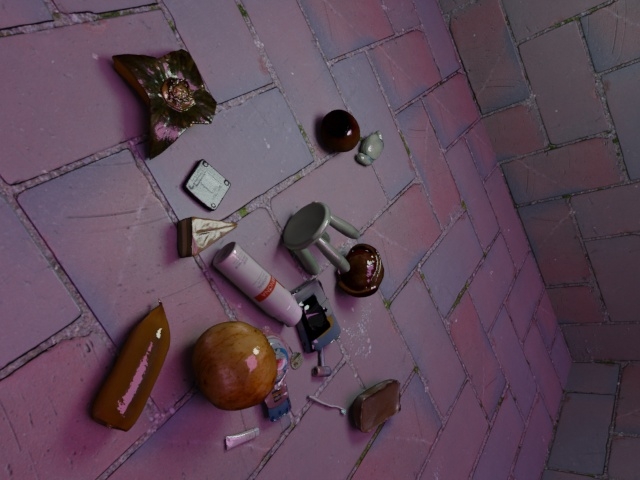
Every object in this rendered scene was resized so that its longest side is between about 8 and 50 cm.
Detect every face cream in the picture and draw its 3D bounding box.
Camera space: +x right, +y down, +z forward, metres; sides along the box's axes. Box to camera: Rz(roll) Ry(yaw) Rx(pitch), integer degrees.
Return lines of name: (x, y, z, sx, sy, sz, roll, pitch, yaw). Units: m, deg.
face cream: (-0.182, 0.149, 1.447, 0.345, 0.102, 0.102, 46, 52, -28)
face cream: (-0.229, 0.578, 1.356, 0.115, 0.020, 0.038, -1, 82, -43)

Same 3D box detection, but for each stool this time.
stool: (0.000, 0.000, 1.610, 0.199, 0.195, 0.195, 46, 50, -34)

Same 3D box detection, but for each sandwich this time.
sandwich: (-0.326, 0.000, 1.349, 0.163, 0.079, 0.114, 8, 77, -47)

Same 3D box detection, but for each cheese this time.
cheese: (-0.153, 0.411, 1.436, 0.189, 0.074, 0.286, -14, 92, -45)

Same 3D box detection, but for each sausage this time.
sausage: (-0.444, 0.295, 1.141, 0.112, 0.112, 0.328, 40, 52, -33)

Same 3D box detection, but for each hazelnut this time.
hazelnut: (0.157, 0.121, 1.754, 0.160, 0.170, 0.202, 44, 42, -29)

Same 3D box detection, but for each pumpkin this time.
pumpkin: (-0.427, -0.405, 1.325, 0.258, 0.095, 0.290, -29, 99, -42)

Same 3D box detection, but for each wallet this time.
wallet: (-0.019, 0.259, 1.616, 0.170, 0.069, 0.231, -25, 98, -41)

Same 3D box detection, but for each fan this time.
fan: (-0.087, 0.400, 1.557, 0.080, 0.003, 0.060, 42, 53, -33)

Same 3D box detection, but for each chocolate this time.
chocolate: (0.081, -0.425, 1.831, 0.176, 0.176, 0.177, 13, 72, -44)
chocolate: (0.204, 0.615, 1.756, 0.261, 0.083, 0.161, -5, 102, -46)

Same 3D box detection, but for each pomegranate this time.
pomegranate: (-0.236, 0.340, 1.262, 0.248, 0.248, 0.248, 13, 72, -44)

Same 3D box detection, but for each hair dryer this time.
hair dryer: (0.002, 0.420, 1.628, 0.063, 0.037, 0.114, 16, 62, -42)

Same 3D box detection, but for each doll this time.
doll: (0.225, -0.403, 2.020, 0.103, 0.071, 0.214, 50, 53, -24)

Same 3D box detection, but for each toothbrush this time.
toothbrush: (0.024, 0.575, 1.624, 0.204, 0.017, 0.022, 37, 37, -35)

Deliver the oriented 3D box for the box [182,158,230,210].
box: (-0.344, -0.166, 1.405, 0.126, 0.027, 0.125, 43, 53, -31)

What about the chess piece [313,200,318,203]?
chess piece: (-0.017, -0.105, 1.729, 0.035, 0.035, 0.092, 13, 68, -44)
